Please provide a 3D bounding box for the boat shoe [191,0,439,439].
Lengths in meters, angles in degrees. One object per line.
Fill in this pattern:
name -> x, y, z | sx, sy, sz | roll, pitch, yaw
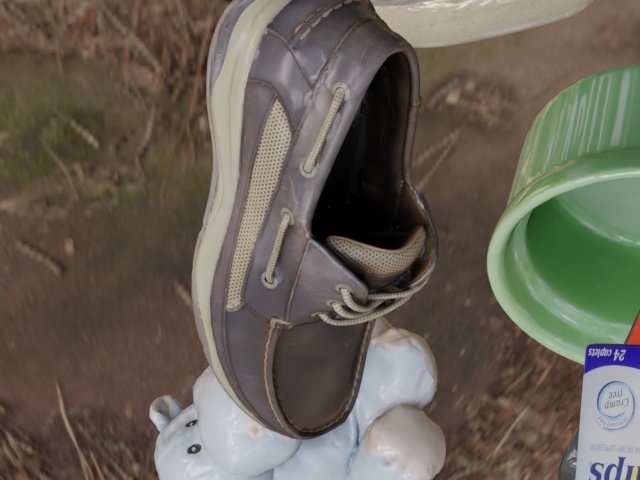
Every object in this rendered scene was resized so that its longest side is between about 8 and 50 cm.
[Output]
boat shoe -> 0.000, 0.000, 1.275 | 0.132, 0.355, 0.130 | -30, 44, -33

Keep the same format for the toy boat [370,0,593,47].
toy boat -> 0.139, -0.290, 1.761 | 0.267, 0.318, 0.148 | -11, 116, 17

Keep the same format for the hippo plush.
hippo plush -> -0.047, 0.178, 1.879 | 0.236, 0.294, 0.234 | 12, 44, -28

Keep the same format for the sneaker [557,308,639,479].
sneaker -> 0.315, 0.118, 1.602 | 0.145, 0.090, 0.270 | 26, 65, 13

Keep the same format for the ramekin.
ramekin -> 0.307, -0.019, 1.723 | 0.303, 0.303, 0.148 | 13, 53, 1

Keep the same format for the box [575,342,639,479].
box -> 0.242, 0.140, 1.298 | 0.072, 0.126, 0.137 | 10, 81, -42
